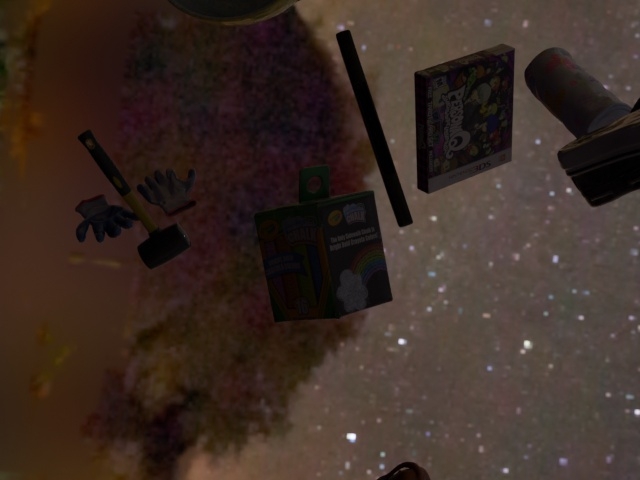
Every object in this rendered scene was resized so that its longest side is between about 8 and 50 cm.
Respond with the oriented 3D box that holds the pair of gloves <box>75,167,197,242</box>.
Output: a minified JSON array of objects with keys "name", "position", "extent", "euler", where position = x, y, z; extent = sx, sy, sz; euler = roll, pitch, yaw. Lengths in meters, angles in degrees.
[{"name":"pair of gloves","position":[-0.262,-0.055,1.422],"extent":[0.159,0.198,0.023],"euler":[41,-27,58]}]

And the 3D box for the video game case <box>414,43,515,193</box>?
[{"name":"video game case","position":[0.265,-0.222,1.818],"extent":[0.042,0.210,0.232],"euler":[35,-43,47]}]

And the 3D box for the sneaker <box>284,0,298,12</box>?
[{"name":"sneaker","position":[-0.078,-0.528,1.989],"extent":[0.410,0.158,0.182],"euler":[-17,-141,51]}]

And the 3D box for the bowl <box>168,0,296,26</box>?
[{"name":"bowl","position":[-0.110,-0.454,1.537],"extent":[0.156,0.289,0.289],"euler":[23,72,-72]}]

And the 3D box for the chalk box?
[{"name":"chalk box","position":[0.000,0.000,1.942],"extent":[0.179,0.180,0.289],"euler":[-8,-86,42]}]

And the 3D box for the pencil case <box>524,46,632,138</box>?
[{"name":"pencil case","position":[0.534,-0.294,2.049],"extent":[0.273,0.124,0.113],"euler":[-122,-155,-46]}]

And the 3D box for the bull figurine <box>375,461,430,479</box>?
[{"name":"bull figurine","position":[0.169,0.576,1.871],"extent":[0.188,0.101,0.310],"euler":[-24,-115,56]}]

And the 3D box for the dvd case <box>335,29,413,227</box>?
[{"name":"dvd case","position":[0.072,-0.142,1.300],"extent":[0.180,0.022,0.253],"euler":[-47,119,-85]}]

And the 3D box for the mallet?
[{"name":"mallet","position":[-0.238,-0.046,1.204],"extent":[0.062,0.190,0.039],"euler":[-38,-163,7]}]

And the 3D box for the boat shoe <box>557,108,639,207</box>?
[{"name":"boat shoe","position":[0.471,-0.125,1.354],"extent":[0.119,0.121,0.335],"euler":[57,-25,-7]}]

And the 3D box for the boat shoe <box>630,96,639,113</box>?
[{"name":"boat shoe","position":[0.610,-0.145,1.699],"extent":[0.258,0.089,0.109],"euler":[53,-5,-8]}]
